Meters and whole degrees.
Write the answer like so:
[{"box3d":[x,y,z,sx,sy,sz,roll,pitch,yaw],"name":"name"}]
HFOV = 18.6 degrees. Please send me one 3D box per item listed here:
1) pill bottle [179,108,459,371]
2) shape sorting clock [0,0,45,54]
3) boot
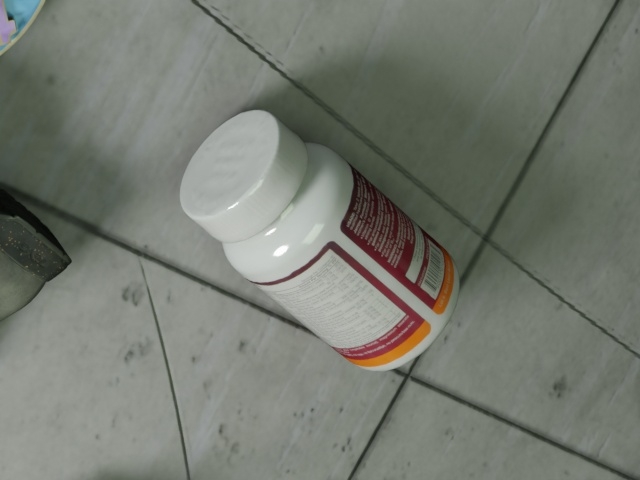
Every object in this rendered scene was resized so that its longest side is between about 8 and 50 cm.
[{"box3d":[0.000,0.000,1.522,0.221,0.121,0.121,41,87,-34],"name":"pill bottle"},{"box3d":[-0.275,-0.207,1.333,0.206,0.040,0.206,-11,114,-26],"name":"shape sorting clock"},{"box3d":[-0.305,0.003,1.378,0.161,0.083,0.246,-46,123,0],"name":"boot"}]
